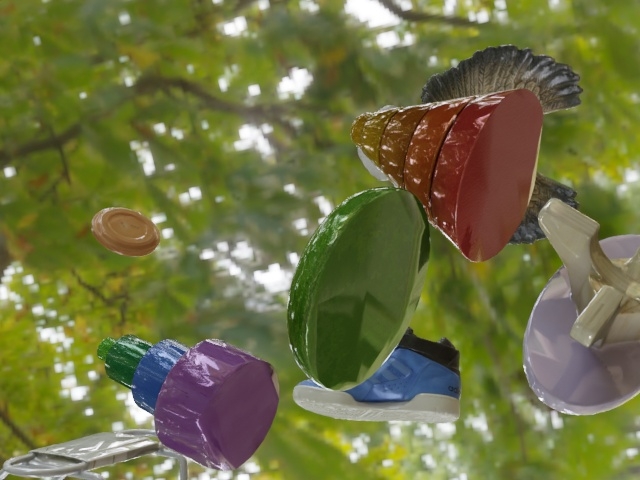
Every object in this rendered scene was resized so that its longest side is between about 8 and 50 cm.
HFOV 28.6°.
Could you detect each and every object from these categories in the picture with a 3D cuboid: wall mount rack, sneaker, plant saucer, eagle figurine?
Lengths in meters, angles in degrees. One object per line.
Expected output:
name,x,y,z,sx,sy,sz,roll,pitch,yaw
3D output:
wall mount rack,-0.388,0.373,1.946,0.350,0.304,0.130,-2,-87,-60
sneaker,0.053,0.118,1.145,0.058,0.152,0.085,63,-150,-65
plant saucer,-0.231,-0.013,1.496,0.083,0.083,0.013,-68,3,-56
eagle figurine,0.213,-0.127,1.681,0.226,0.225,0.298,46,170,-14

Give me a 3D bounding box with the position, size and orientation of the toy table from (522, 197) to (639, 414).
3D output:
toy table,0.362,0.066,1.508,0.161,0.252,0.274,94,-158,-56

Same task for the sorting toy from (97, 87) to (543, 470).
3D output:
sorting toy,0.000,0.000,0.789,0.365,0.126,0.127,-39,-41,-39
